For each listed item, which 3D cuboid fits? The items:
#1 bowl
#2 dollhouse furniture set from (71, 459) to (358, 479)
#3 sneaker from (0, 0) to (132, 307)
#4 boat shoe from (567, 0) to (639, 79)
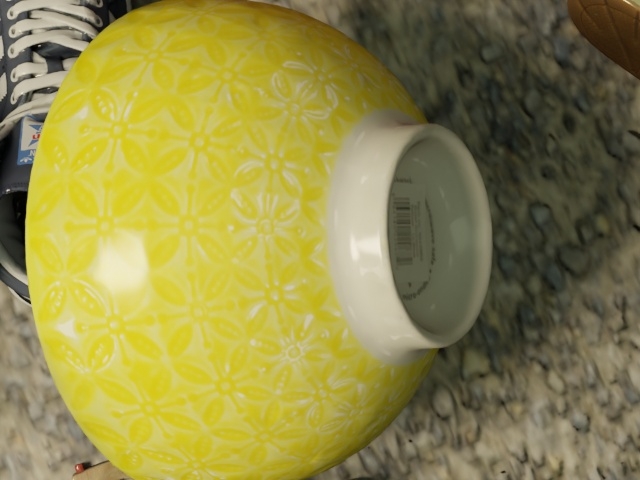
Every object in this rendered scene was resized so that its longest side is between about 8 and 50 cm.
[{"bbox_3d":[0.000,0.000,0.682,0.156,0.289,0.290,-4,91,35],"label":"bowl"},{"bbox_3d":[-0.054,0.189,0.767,0.183,0.129,0.129,-13,92,-7],"label":"dollhouse furniture set"},{"bbox_3d":[-0.159,-0.096,0.738,0.099,0.153,0.282,-2,90,-9],"label":"sneaker"},{"bbox_3d":[0.303,-0.112,0.830,0.285,0.104,0.089,36,76,-2],"label":"boat shoe"}]
